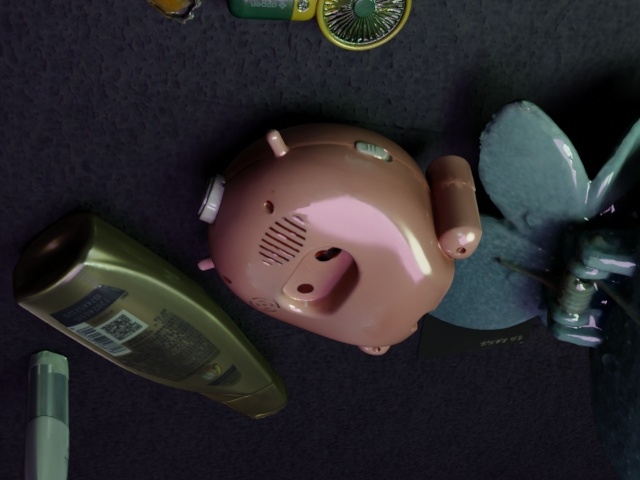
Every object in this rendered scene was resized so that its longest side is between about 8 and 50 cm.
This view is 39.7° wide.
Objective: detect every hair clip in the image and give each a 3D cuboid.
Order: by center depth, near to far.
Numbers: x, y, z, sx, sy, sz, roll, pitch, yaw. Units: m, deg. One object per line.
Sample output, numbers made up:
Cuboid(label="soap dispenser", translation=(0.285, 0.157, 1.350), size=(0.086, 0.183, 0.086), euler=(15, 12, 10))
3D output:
Cuboid(label="hair clip", translation=(0.310, 0.012, 0.895), size=(0.238, 0.392, 0.318), euler=(-25, 140, -31))

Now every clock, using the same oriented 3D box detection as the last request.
Cuboid(label="clock", translation=(0.000, 0.000, 0.851), size=(0.241, 0.142, 0.227), euler=(18, 134, -18))

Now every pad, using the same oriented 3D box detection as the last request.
Cuboid(label="pad", translation=(0.204, 0.107, 1.135), size=(0.157, 0.003, 0.112), euler=(-8, 135, -11))

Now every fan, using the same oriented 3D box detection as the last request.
Cuboid(label="fan", translation=(-0.002, -0.205, 0.737), size=(0.155, 0.039, 0.082), euler=(-1, 134, -15))

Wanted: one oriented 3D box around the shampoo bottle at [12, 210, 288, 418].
Cuboid(label="shampoo bottle", translation=(-0.161, 0.100, 0.951), size=(0.126, 0.084, 0.350), euler=(-32, 135, 17))

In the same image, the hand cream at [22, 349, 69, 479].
Cuboid(label="hand cream", translation=(-0.284, 0.228, 0.912), size=(0.048, 0.255, 0.079), euler=(2, 133, -15))

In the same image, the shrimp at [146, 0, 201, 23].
Cuboid(label="shrimp", translation=(-0.085, -0.241, 0.671), size=(0.161, 0.049, 0.166), euler=(-11, 137, -4))
